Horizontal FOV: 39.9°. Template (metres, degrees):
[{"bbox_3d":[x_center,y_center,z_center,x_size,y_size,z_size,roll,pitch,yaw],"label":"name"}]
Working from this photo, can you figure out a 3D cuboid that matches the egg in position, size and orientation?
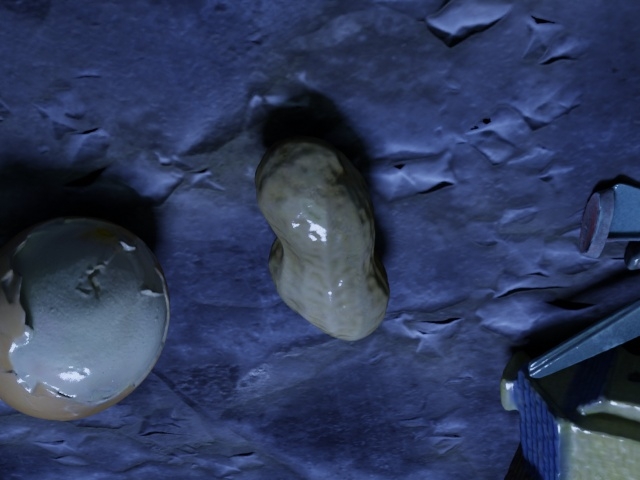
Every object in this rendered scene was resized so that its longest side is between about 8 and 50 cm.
[{"bbox_3d":[-0.267,0.088,0.932,0.201,0.201,0.244,21,144,-22],"label":"egg"}]

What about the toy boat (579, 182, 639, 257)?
[{"bbox_3d":[0.345,-0.022,0.946,0.122,0.034,0.096,-2,125,-7],"label":"toy boat"}]

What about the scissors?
[{"bbox_3d":[0.423,0.045,0.963,0.447,0.029,0.192,-32,116,20],"label":"scissors"}]

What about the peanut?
[{"bbox_3d":[0.000,0.000,0.912,0.125,0.111,0.275,3,136,18],"label":"peanut"}]

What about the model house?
[{"bbox_3d":[0.377,0.246,1.127,0.266,0.261,0.321,7,125,29],"label":"model house"}]

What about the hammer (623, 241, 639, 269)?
[{"bbox_3d":[0.487,0.013,0.986,0.287,0.033,0.111,0,136,-1],"label":"hammer"}]
